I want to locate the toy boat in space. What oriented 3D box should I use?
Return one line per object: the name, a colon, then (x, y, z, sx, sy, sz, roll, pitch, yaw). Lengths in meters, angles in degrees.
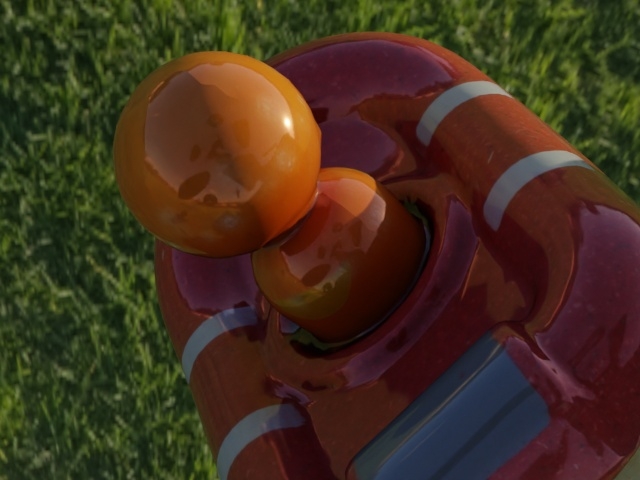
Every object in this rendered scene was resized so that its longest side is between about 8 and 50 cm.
toy boat: (0.000, 0.000, 0.405, 0.151, 0.151, 0.231, -44, 30, 7)
